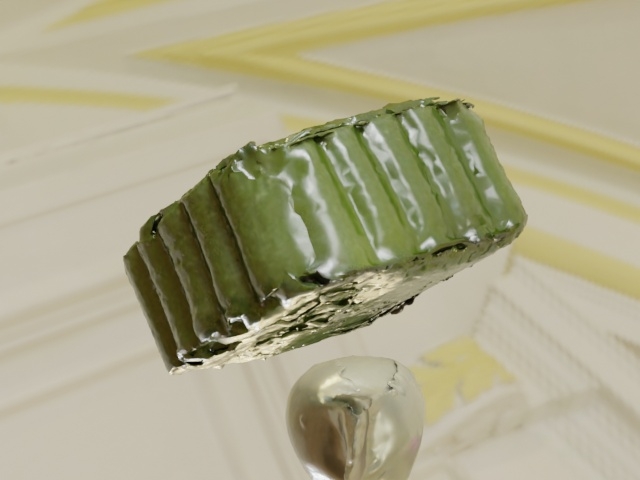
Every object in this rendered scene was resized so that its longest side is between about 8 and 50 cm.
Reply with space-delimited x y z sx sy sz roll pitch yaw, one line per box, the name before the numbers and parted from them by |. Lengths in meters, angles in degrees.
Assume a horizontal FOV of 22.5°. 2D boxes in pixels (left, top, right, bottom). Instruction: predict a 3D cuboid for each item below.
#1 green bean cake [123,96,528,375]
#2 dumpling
green bean cake | 0.000 0.000 1.023 0.200 0.214 0.113 -33 -104 50
dumpling | 0.031 0.155 1.236 0.188 0.108 0.127 -102 -178 -76
